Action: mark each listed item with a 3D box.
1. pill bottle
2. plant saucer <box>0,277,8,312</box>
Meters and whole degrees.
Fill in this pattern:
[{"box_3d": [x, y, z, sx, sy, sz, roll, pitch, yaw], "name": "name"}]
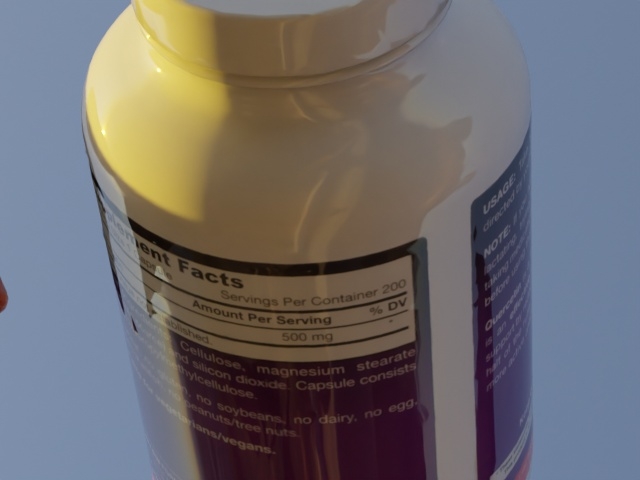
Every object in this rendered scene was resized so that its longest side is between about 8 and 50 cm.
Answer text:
[{"box_3d": [0.000, 0.000, 0.826, 0.181, 0.181, 0.323, 13, -45, 19], "name": "pill bottle"}, {"box_3d": [-0.423, 0.000, 1.660, 0.259, 0.047, 0.258, -30, -99, 24], "name": "plant saucer"}]
